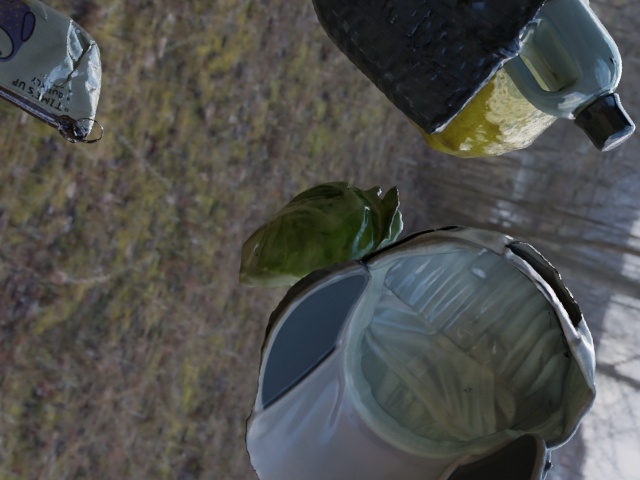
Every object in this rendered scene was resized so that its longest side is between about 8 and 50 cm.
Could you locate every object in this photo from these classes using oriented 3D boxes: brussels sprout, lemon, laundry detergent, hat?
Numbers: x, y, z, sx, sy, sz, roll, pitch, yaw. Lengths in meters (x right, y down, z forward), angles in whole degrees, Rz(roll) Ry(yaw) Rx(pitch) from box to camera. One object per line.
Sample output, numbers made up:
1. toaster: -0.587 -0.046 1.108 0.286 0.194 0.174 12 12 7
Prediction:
1. brussels sprout: -0.002 -0.003 1.147 0.139 0.181 0.100 -90 173 -70
2. lemon: 0.234 -0.257 1.530 0.285 0.316 0.285 19 63 -42
3. laundry detergent: 0.205 -0.179 0.965 0.099 0.225 0.070 -24 165 -20
4. hat: 0.075 0.115 0.825 0.275 0.232 0.161 -44 171 -16

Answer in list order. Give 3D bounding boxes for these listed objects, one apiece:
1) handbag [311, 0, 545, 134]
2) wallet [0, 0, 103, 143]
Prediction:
1. handbag: 0.109 -0.223 0.837 0.270 0.175 0.088 -54 157 -3
2. wallet: -0.490 -0.307 1.739 0.068 0.335 0.275 -48 -154 36
